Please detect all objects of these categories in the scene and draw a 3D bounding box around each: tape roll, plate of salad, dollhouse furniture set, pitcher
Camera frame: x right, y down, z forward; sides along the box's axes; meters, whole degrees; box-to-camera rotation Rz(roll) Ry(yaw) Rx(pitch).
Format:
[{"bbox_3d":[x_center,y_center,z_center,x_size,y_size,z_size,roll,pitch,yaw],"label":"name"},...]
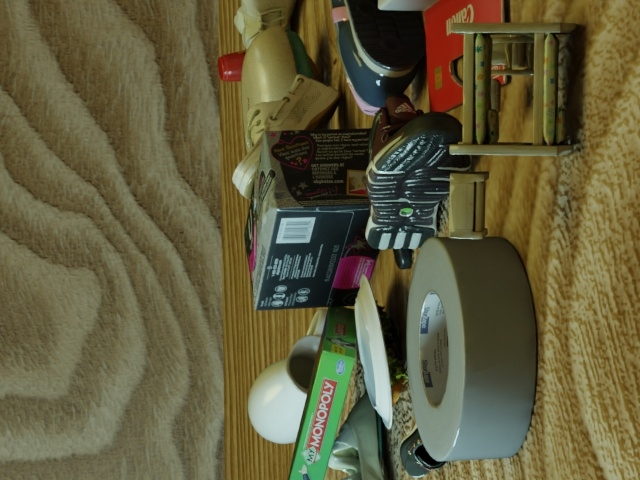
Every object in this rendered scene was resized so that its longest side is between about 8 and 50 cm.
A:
[{"bbox_3d":[0.144,0.105,1.421,0.219,0.072,0.219,179,90,-79],"label":"tape roll"},{"bbox_3d":[0.079,0.139,1.841,0.200,0.048,0.200,171,90,-86],"label":"plate of salad"},{"bbox_3d":[0.177,-0.099,1.279,0.161,0.101,0.182,-24,-65,-75],"label":"dollhouse furniture set"},{"bbox_3d":[-0.035,0.220,2.319,0.207,0.125,0.177,121,169,-51],"label":"pitcher"}]

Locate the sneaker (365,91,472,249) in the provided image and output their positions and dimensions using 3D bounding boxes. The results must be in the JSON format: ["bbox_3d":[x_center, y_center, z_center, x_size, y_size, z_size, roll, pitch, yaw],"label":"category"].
[{"bbox_3d":[0.093,-0.112,1.605,0.281,0.106,0.162,110,160,-64],"label":"sneaker"}]

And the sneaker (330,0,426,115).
[{"bbox_3d":[0.049,-0.299,1.803,0.131,0.112,0.319,109,159,-54],"label":"sneaker"}]

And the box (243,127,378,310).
[{"bbox_3d":[-0.011,-0.028,1.998,0.247,0.163,0.142,104,160,-53],"label":"box"}]

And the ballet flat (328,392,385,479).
[{"bbox_3d":[0.049,0.306,1.916,0.086,0.086,0.248,101,165,-46],"label":"ballet flat"}]

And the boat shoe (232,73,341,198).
[{"bbox_3d":[-0.070,-0.158,2.128,0.277,0.096,0.098,-50,-9,-49],"label":"boat shoe"}]

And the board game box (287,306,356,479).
[{"bbox_3d":[0.003,0.220,1.963,0.317,0.046,0.213,-75,-2,-82],"label":"board game box"}]

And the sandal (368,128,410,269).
[{"bbox_3d":[0.094,-0.054,1.798,0.067,0.040,0.179,-174,69,-85],"label":"sandal"}]

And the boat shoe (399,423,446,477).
[{"bbox_3d":[0.119,0.236,1.623,0.133,0.049,0.042,112,163,-54],"label":"boat shoe"}]

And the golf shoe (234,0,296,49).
[{"bbox_3d":[-0.087,-0.395,2.597,0.306,0.115,0.140,108,149,-77],"label":"golf shoe"}]

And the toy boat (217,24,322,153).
[{"bbox_3d":[-0.066,-0.252,2.415,0.318,0.148,0.267,-122,27,-57],"label":"toy boat"}]

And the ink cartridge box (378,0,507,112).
[{"bbox_3d":[0.124,-0.276,1.529,0.296,0.066,0.261,168,103,-80],"label":"ink cartridge box"}]
